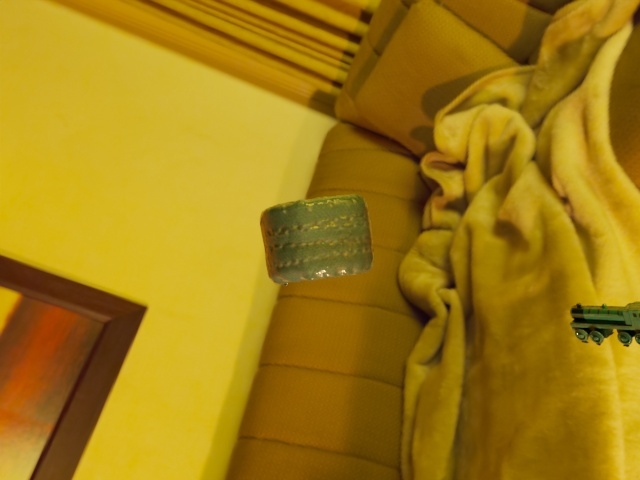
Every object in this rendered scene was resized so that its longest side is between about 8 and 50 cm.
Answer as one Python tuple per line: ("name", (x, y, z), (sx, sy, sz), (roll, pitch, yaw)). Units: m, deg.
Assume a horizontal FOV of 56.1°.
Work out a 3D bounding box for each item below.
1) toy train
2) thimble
("toy train", (0.297, 0.084, 0.613), (0.029, 0.045, 0.092), (-29, 14, -34))
("thimble", (0.000, 0.000, 1.082), (0.235, 0.199, 0.143), (-6, -92, -68))
